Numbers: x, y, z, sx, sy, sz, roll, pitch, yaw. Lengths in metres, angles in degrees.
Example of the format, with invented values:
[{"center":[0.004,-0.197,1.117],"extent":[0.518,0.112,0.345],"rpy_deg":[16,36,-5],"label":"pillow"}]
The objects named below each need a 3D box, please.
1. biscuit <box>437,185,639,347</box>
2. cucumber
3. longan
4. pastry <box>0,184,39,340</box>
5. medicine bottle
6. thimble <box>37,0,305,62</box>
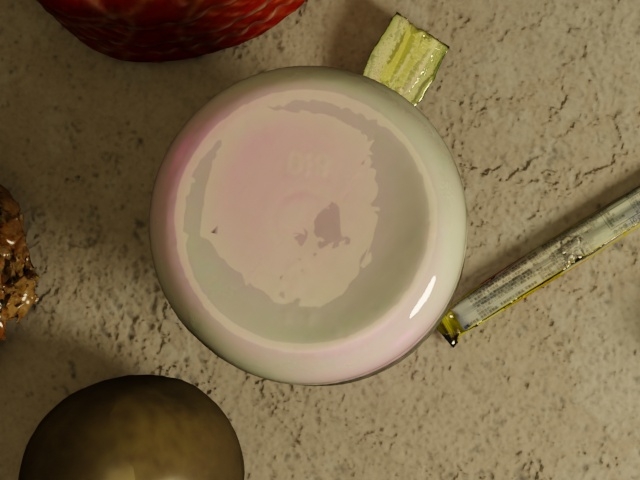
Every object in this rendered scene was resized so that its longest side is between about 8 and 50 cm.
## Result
[{"center":[0.234,0.010,1.424],"extent":[0.292,0.026,0.048],"rpy_deg":[-31,79,1],"label":"biscuit"},{"center":[0.073,-0.159,1.449],"extent":[0.067,0.035,0.107],"rpy_deg":[31,93,-4],"label":"cucumber"},{"center":[-0.175,0.221,1.359],"extent":[0.212,0.198,0.198],"rpy_deg":[-34,83,0],"label":"longan"},{"center":[-0.405,0.024,1.409],"extent":[0.274,0.193,0.275],"rpy_deg":[3,83,-21],"label":"pastry"},{"center":[0.000,0.000,1.295],"extent":[0.256,0.325,0.256],"rpy_deg":[-1,83,5],"label":"medicine bottle"},{"center":[-0.147,-0.349,1.388],"extent":[0.350,0.230,0.350],"rpy_deg":[0,83,4],"label":"thimble"}]
